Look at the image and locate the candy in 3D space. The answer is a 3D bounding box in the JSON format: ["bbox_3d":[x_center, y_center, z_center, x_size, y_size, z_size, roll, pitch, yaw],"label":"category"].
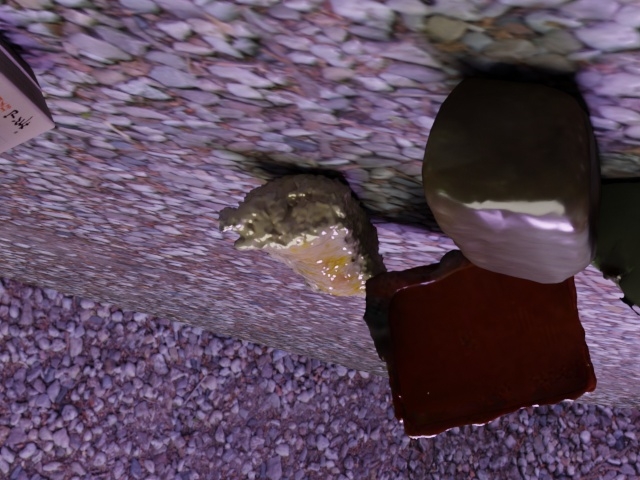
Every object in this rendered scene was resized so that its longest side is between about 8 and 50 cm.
[{"bbox_3d":[0.143,-0.035,0.764,0.104,0.102,0.234,7,167,17],"label":"candy"}]

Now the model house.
[{"bbox_3d":[0.149,0.092,1.099,0.196,0.160,0.254,-15,176,2],"label":"model house"}]

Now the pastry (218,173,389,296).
[{"bbox_3d":[0.005,0.000,1.116,0.121,0.089,0.258,5,168,22],"label":"pastry"}]

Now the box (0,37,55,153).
[{"bbox_3d":[-0.292,-0.107,0.781,0.141,0.058,0.201,-26,166,1],"label":"box"}]

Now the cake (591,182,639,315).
[{"bbox_3d":[0.311,-0.007,0.878,0.158,0.172,0.283,30,-167,-44],"label":"cake"}]
